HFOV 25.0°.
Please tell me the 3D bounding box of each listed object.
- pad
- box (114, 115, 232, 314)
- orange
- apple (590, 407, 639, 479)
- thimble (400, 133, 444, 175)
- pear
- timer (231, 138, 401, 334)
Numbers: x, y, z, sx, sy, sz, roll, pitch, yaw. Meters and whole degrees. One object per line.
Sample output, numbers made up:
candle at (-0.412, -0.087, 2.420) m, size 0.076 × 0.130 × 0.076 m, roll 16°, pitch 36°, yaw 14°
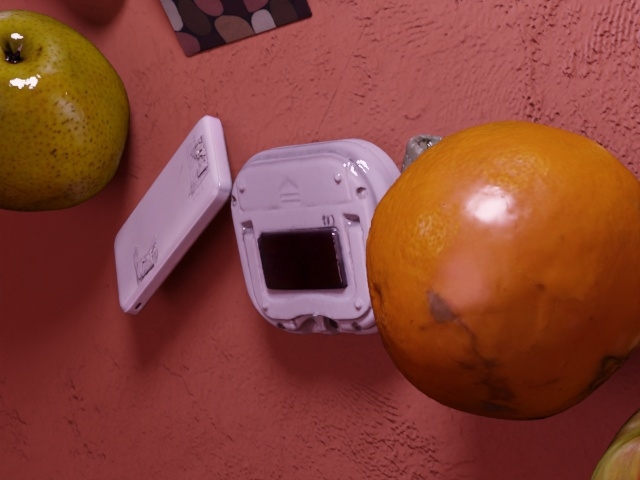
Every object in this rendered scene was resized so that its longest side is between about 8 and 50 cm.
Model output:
pad at (-0.124, -0.326, 1.816) m, size 0.235 × 0.003 × 0.158 m, roll -10°, pitch 112°, yaw 42°
box at (-0.202, -0.031, 1.934) m, size 0.285 × 0.044 × 0.142 m, roll -49°, pitch 40°, yaw 38°
orange at (0.193, 0.030, 1.459) m, size 0.312 × 0.312 × 0.312 m, roll 12°, pitch 109°, yaw 39°
apple at (0.406, 0.248, 1.360) m, size 0.250 × 0.277 × 0.309 m, roll 50°, pitch 154°, yaw 3°
thimble at (0.144, -0.074, 1.625) m, size 0.110 × 0.084 × 0.062 m, roll 22°, pitch 117°, yaw 22°
pear at (-0.398, -0.174, 1.952) m, size 0.294 × 0.294 × 0.294 m, roll 12°, pitch 109°, yaw 39°
timer at (0.000, 0.000, 1.766) m, size 0.262 × 0.087 × 0.237 m, roll -3°, pitch 99°, yaw 44°
